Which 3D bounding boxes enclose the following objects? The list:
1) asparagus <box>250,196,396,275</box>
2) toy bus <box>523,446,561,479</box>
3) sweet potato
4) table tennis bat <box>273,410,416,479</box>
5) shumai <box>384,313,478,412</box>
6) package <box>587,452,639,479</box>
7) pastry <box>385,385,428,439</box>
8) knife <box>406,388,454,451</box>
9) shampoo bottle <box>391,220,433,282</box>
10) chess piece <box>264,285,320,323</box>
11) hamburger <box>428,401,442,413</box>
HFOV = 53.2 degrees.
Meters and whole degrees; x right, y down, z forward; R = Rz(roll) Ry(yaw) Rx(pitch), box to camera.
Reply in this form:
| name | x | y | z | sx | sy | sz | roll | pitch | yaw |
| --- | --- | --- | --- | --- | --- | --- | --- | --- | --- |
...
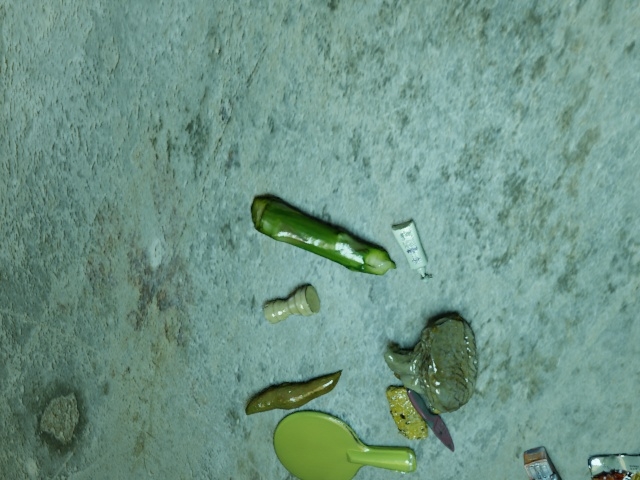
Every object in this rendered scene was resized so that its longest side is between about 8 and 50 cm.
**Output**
| name | x | y | z | sx | sy | sz | roll | pitch | yaw |
| --- | --- | --- | --- | --- | --- | --- | --- | --- | --- |
| asparagus | 0.001 | -0.002 | 1.352 | 0.342 | 0.085 | 0.082 | 25 | 92 | 4 |
| toy bus | 0.533 | 0.572 | 1.476 | 0.065 | 0.077 | 0.192 | -24 | 104 | 23 |
| sweet potato | -0.065 | 0.371 | 1.540 | 0.273 | 0.067 | 0.067 | -21 | 107 | 14 |
| table tennis bat | 0.056 | 0.523 | 1.585 | 0.368 | 0.054 | 0.224 | 1 | 112 | 17 |
| shumai | 0.238 | 0.260 | 1.388 | 0.175 | 0.166 | 0.206 | 2 | 94 | 47 |
| package | 0.701 | 0.580 | 1.462 | 0.166 | 0.040 | 0.232 | -5 | 113 | 15 |
| pastry | 0.203 | 0.402 | 1.493 | 0.079 | 0.056 | 0.140 | -12 | 104 | 10 |
| knife | 0.259 | 0.416 | 1.479 | 0.018 | 0.035 | 0.247 | 8 | 142 | 51 |
| shampoo bottle | 0.196 | 0.027 | 1.342 | 0.048 | 0.034 | 0.141 | -21 | 108 | 13 |
| chess piece | -0.067 | 0.149 | 1.444 | 0.122 | 0.066 | 0.066 | -18 | 108 | 26 |
| hamburger | 0.290 | 0.365 | 1.448 | 0.083 | 0.076 | 0.044 | -32 | 73 | 28 |
